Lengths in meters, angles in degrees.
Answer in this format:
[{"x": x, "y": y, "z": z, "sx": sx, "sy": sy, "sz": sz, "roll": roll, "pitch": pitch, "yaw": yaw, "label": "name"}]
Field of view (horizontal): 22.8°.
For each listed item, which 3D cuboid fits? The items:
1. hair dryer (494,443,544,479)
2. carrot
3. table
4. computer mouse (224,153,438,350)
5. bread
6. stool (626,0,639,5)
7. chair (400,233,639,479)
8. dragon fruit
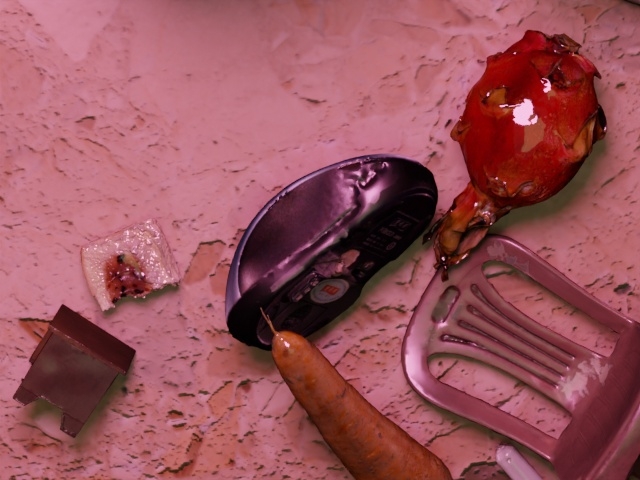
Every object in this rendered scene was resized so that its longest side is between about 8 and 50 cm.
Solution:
[{"x": 0.208, "y": 0.252, "z": 1.526, "sx": 0.082, "sy": 0.047, "sz": 0.137, "roll": -40, "pitch": 93, "yaw": 6, "label": "hair dryer"}, {"x": 0.027, "y": 0.165, "z": 1.442, "sx": 0.078, "sy": 0.078, "sz": 0.298, "roll": -37, "pitch": 121, "yaw": 5, "label": "carrot"}, {"x": -0.233, "y": 0.123, "z": 1.478, "sx": 0.083, "sy": 0.070, "sz": 0.082, "roll": 33, "pitch": 101, "yaw": -8, "label": "table"}, {"x": 0.000, "y": 0.000, "z": 1.433, "sx": 0.233, "sy": 0.137, "sz": 0.096, "roll": -43, "pitch": 69, "yaw": 10, "label": "computer mouse"}, {"x": -0.178, "y": 0.022, "z": 1.478, "sx": 0.083, "sy": 0.035, "sz": 0.070, "roll": -17, "pitch": 99, "yaw": 4, "label": "bread"}, {"x": 0.305, "y": -0.276, "z": 1.320, "sx": 0.244, "sy": 0.269, "sz": 0.170, "roll": 17, "pitch": 98, "yaw": -5, "label": "stool"}, {"x": 0.245, "y": 0.140, "z": 1.437, "sx": 0.326, "sy": 0.183, "sz": 0.175, "roll": 27, "pitch": 97, "yaw": -7, "label": "chair"}, {"x": 0.168, "y": -0.071, "z": 1.437, "sx": 0.125, "sy": 0.125, "sz": 0.246, "roll": 30, "pitch": 106, "yaw": -16, "label": "dragon fruit"}]
